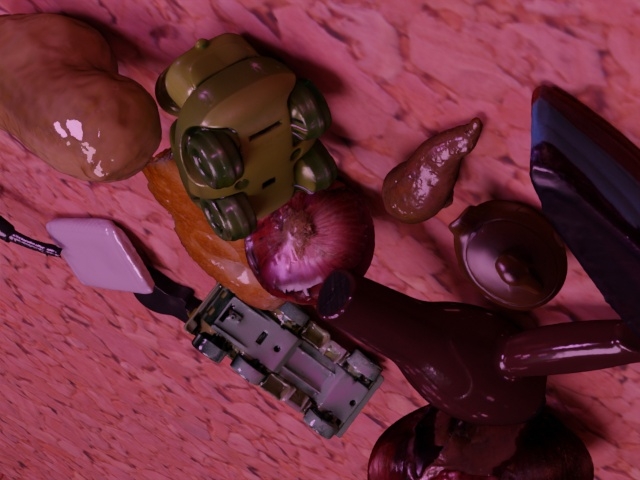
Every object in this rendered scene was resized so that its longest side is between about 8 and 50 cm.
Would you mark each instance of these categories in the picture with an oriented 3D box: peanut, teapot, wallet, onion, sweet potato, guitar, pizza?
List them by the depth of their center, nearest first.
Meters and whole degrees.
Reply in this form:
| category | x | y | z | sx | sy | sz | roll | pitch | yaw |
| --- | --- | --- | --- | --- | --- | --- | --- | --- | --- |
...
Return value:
| category | x | y | z | sx | sy | sz | roll | pitch | yaw |
| --- | --- | --- | --- | --- | --- | --- | --- | --- | --- |
| teapot | 0.179 | 0.015 | 1.467 | 0.129 | 0.078 | 0.098 | 44 | 111 | -10 |
| sweet potato | 0.103 | -0.058 | 1.467 | 0.068 | 0.068 | 0.226 | 34 | 156 | -2 |
| peanut | -0.271 | -0.159 | 1.604 | 0.319 | 0.147 | 0.147 | 33 | 163 | 45 |
| onion | 0.000 | 0.000 | 1.658 | 0.150 | 0.150 | 0.140 | 21 | -177 | 25 |
| pizza | -0.108 | -0.032 | 1.763 | 0.182 | 0.074 | 0.365 | 14 | 151 | 32 |
| onion | 0.185 | 0.247 | 1.813 | 0.272 | 0.195 | 0.272 | -8 | 178 | 0 |
| wallet | -0.309 | 0.019 | 2.140 | 0.183 | 0.032 | 0.124 | 2 | 128 | 48 |
| guitar | -0.167 | 0.101 | 2.147 | 0.233 | 0.025 | 0.088 | 24 | 150 | 20 |

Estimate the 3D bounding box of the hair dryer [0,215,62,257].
| category | x | y | z | sx | sy | sz | roll | pitch | yaw |
| --- | --- | --- | --- | --- | --- | --- | --- | --- | --- |
| hair dryer | -0.516 | -0.077 | 2.163 | 0.359 | 0.120 | 0.304 | 25 | 141 | 8 |

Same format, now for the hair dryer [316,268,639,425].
| category | x | y | z | sx | sy | sz | roll | pitch | yaw |
| --- | --- | --- | --- | --- | --- | --- | --- | --- | --- |
| hair dryer | 0.207 | 0.095 | 1.561 | 0.340 | 0.123 | 0.312 | -13 | 147 | 42 |

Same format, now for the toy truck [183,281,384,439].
| category | x | y | z | sx | sy | sz | roll | pitch | yaw |
| --- | --- | --- | --- | --- | --- | --- | --- | --- | --- |
| toy truck | -0.046 | 0.136 | 1.986 | 0.259 | 0.128 | 0.135 | 37 | -178 | -12 |

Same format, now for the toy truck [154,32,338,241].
| category | x | y | z | sx | sy | sz | roll | pitch | yaw |
| --- | --- | --- | --- | --- | --- | --- | --- | --- | --- |
| toy truck | -0.089 | -0.122 | 1.505 | 0.210 | 0.148 | 0.187 | 56 | 163 | 13 |

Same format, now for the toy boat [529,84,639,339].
| category | x | y | z | sx | sy | sz | roll | pitch | yaw |
| --- | --- | --- | --- | --- | --- | --- | --- | --- | --- |
| toy boat | 0.292 | 0.019 | 1.364 | 0.136 | 0.079 | 0.392 | -16 | 131 | 40 |
